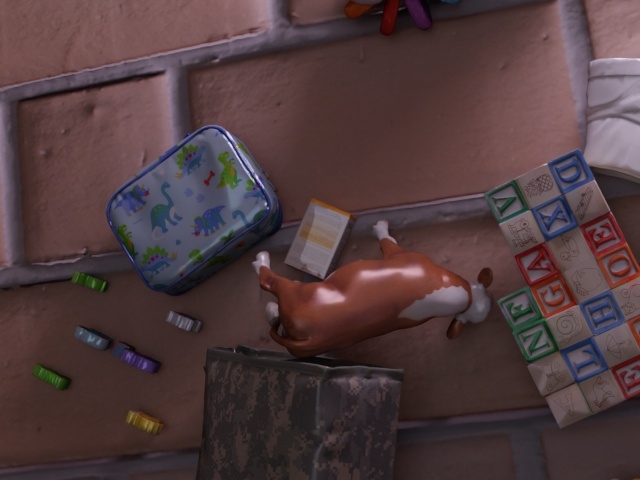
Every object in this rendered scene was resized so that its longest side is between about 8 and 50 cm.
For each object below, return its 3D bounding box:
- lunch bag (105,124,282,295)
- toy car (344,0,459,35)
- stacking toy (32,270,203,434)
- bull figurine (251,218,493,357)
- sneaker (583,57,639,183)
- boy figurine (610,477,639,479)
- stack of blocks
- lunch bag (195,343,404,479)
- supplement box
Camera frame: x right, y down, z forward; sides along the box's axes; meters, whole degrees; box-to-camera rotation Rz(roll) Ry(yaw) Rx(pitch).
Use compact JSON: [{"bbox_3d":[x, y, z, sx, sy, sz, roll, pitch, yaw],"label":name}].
[{"bbox_3d":[-0.174,-0.044,1.493,0.219,0.090,0.176,-36,76,7],"label":"lunch bag"},{"bbox_3d":[0.111,-0.344,1.448,0.182,0.159,0.136,-11,114,13],"label":"toy car"},{"bbox_3d":[-0.288,0.153,1.514,0.221,0.052,0.167,21,88,17],"label":"stacking toy"},{"bbox_3d":[0.067,0.063,1.363,0.188,0.310,0.101,42,135,50],"label":"bull figurine"},{"bbox_3d":[0.472,-0.133,1.336,0.293,0.108,0.169,5,85,25],"label":"sneaker"},{"bbox_3d":[0.402,0.361,1.284,0.285,0.092,0.177,-22,77,10],"label":"boy figurine"},{"bbox_3d":[0.306,0.058,1.333,0.171,0.087,0.297,-26,84,10],"label":"stack of blocks"},{"bbox_3d":[-0.050,0.259,1.370,0.287,0.169,0.235,2,86,46],"label":"lunch bag"},{"bbox_3d":[0.000,0.000,1.468,0.062,0.036,0.098,23,88,16],"label":"supplement box"}]
